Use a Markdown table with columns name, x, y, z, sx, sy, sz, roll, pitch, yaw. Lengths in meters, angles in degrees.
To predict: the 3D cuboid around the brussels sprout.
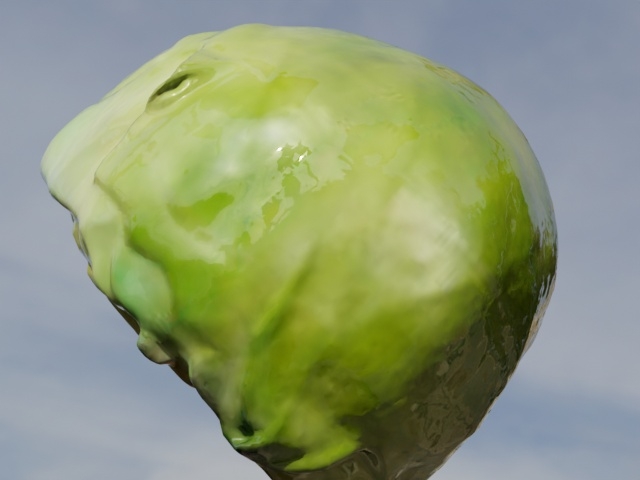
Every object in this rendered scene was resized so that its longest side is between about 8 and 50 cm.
| name | x | y | z | sx | sy | sz | roll | pitch | yaw |
| --- | --- | --- | --- | --- | --- | --- | --- | --- | --- |
| brussels sprout | 0.004 | -0.003 | 0.509 | 0.149 | 0.122 | 0.151 | 50 | -1 | -8 |
